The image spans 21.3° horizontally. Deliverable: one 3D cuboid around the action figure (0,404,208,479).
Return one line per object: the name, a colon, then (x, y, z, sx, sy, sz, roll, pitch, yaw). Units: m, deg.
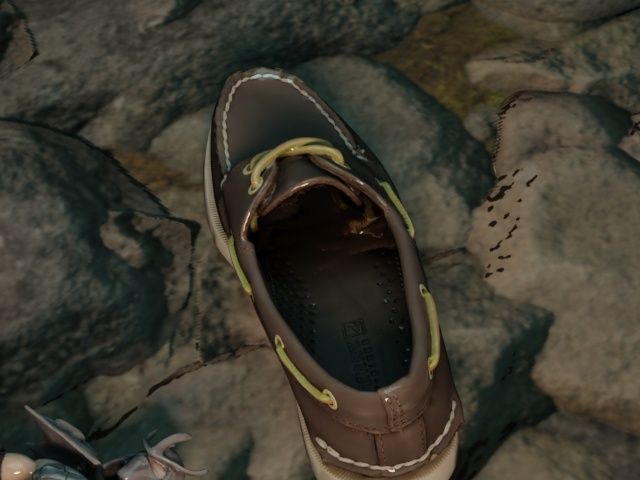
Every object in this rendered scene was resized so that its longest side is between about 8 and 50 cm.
action figure: (-0.173, 0.178, 0.858, 0.285, 0.099, 0.185, -33, 44, -26)

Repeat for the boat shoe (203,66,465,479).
boat shoe: (0.000, 0.000, 0.992, 0.117, 0.096, 0.324, -14, 49, -6)
